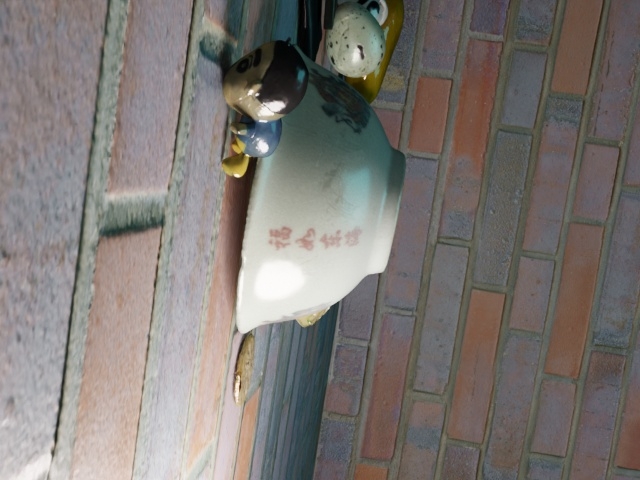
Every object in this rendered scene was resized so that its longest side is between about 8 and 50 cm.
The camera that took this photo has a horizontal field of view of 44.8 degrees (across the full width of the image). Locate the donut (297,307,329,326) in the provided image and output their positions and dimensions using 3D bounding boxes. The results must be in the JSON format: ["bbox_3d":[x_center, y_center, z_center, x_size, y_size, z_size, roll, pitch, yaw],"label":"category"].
[{"bbox_3d":[-0.004,0.125,1.825,0.175,0.068,0.174,-51,-175,6],"label":"donut"}]

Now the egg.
[{"bbox_3d":[0.069,-0.424,1.644,0.164,0.131,0.131,61,32,-42],"label":"egg"}]

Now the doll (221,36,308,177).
[{"bbox_3d":[-0.073,-0.153,0.875,0.179,0.089,0.102,-56,-170,36],"label":"doll"}]

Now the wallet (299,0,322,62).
[{"bbox_3d":[-0.010,-0.426,1.307,0.285,0.030,0.146,93,11,-45],"label":"wallet"}]

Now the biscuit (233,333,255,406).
[{"bbox_3d":[-0.122,0.209,1.253,0.120,0.015,0.120,8,90,-85],"label":"biscuit"}]

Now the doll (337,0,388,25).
[{"bbox_3d":[0.100,-0.545,1.837,0.107,0.110,0.181,-42,-173,15],"label":"doll"}]

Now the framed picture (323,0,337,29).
[{"bbox_3d":[0.031,-0.550,1.406,0.324,0.020,0.240,-83,178,-53],"label":"framed picture"}]

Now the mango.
[{"bbox_3d":[0.137,-0.534,2.073,0.195,0.142,0.332,65,36,-72],"label":"mango"}]

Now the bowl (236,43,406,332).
[{"bbox_3d":[0.015,-0.058,1.154,0.435,0.196,0.435,10,90,-88],"label":"bowl"}]
